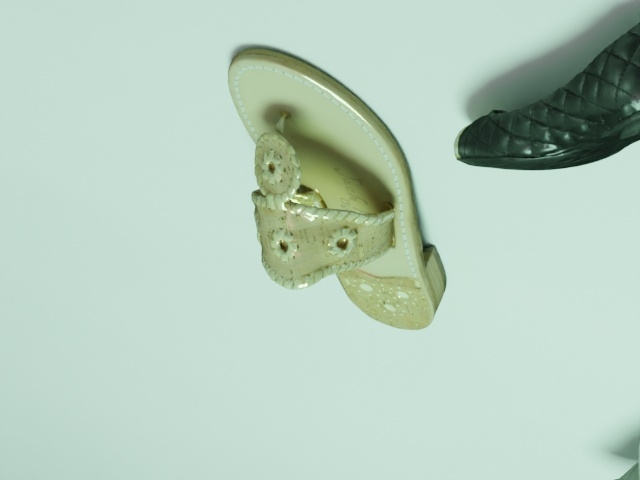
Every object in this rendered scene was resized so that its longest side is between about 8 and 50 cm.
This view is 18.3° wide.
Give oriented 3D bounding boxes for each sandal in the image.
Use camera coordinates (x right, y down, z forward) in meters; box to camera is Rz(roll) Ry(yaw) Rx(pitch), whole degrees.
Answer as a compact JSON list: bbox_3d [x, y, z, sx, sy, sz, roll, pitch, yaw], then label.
[{"bbox_3d":[0.006,0.001,1.092,0.088,0.079,0.240,7,150,29],"label":"sandal"}]

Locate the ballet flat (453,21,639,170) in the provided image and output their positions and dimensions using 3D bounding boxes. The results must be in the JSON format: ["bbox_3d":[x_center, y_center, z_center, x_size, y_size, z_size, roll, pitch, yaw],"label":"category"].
[{"bbox_3d":[0.120,-0.063,0.939,0.057,0.049,0.173,-1,171,-30],"label":"ballet flat"}]

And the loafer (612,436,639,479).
[{"bbox_3d":[0.213,0.189,1.244,0.111,0.112,0.319,5,150,16],"label":"loafer"}]
